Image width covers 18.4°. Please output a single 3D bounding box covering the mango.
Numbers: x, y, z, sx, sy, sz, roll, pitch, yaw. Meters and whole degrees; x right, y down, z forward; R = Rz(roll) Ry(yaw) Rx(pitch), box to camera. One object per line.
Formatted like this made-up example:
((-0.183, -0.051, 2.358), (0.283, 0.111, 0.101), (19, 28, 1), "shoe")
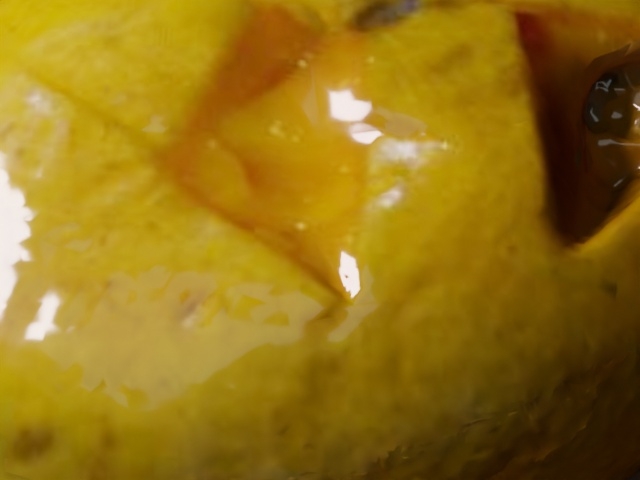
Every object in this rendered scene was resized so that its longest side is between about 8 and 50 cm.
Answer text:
((0.000, 0.000, 0.694), (0.365, 0.182, 0.253), (-11, 64, -9), "mango")
